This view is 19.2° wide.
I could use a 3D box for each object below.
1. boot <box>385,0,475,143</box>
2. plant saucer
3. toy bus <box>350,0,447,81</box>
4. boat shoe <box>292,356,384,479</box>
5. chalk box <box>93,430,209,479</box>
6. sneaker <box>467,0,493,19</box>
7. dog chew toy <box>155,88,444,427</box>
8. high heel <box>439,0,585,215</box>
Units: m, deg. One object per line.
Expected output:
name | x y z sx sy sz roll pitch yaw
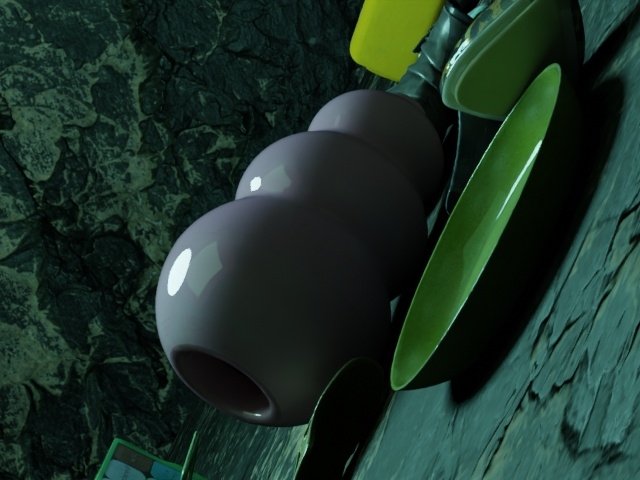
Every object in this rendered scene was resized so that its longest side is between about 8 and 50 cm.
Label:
boot | 0.091 -0.119 1.946 0.223 0.118 0.338 -56 7 -8
plant saucer | 0.116 -0.002 1.251 0.241 0.037 0.241 -62 4 9
toy bus | 0.119 -0.313 2.366 0.333 0.108 0.130 110 -178 -54
boat shoe | 0.009 0.153 1.522 0.135 0.050 0.045 -64 10 3
chalk box | -0.166 0.322 1.802 0.289 0.179 0.180 -61 4 20
sneaker | 0.159 -0.212 2.006 0.098 0.038 0.069 -52 7 22
dog chew toy | 0.000 0.000 1.661 0.332 0.206 0.206 -56 0 -27
high heel | 0.145 -0.158 1.401 0.261 0.093 0.186 107 178 -53
